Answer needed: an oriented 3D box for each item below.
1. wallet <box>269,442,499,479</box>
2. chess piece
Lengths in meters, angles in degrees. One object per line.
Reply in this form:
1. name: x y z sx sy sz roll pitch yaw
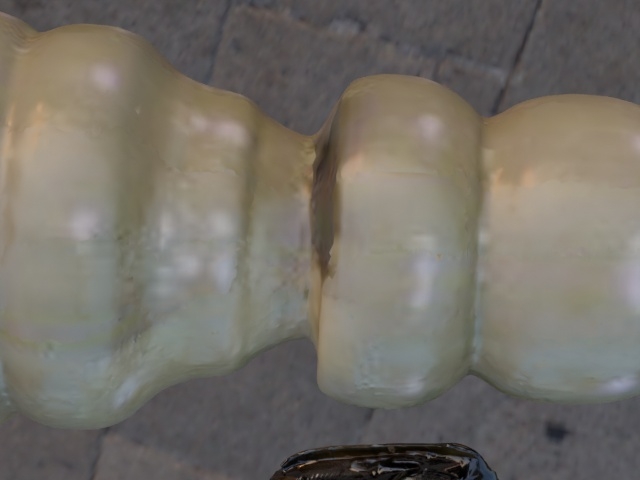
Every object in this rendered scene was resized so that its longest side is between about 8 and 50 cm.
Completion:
1. wallet: 0.067 0.165 0.775 0.110 0.031 0.198 -9 126 42
2. chess piece: 0.000 0.000 0.583 0.261 0.142 0.142 3 125 3
